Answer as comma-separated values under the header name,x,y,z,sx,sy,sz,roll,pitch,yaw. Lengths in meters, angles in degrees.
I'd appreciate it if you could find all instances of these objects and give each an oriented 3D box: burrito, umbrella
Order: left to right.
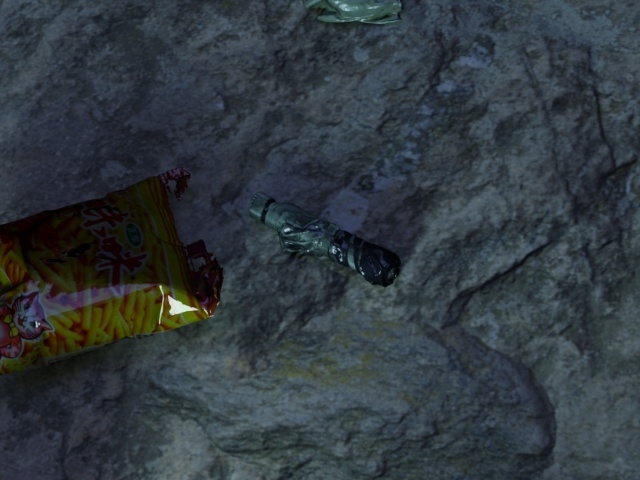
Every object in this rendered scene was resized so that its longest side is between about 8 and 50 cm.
name,x,y,z,sx,sy,sz,roll,pitch,yaw
umbrella,0.000,0.000,2.084,0.188,0.046,0.050,27,69,24
burrito,0.037,-0.287,2.271,0.118,0.044,0.074,-6,60,1

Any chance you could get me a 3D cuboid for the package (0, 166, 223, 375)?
name,x,y,z,sx,sy,sz,roll,pitch,yaw
package,-0.256,0.036,2.073,0.288,0.108,0.223,-13,50,-8
